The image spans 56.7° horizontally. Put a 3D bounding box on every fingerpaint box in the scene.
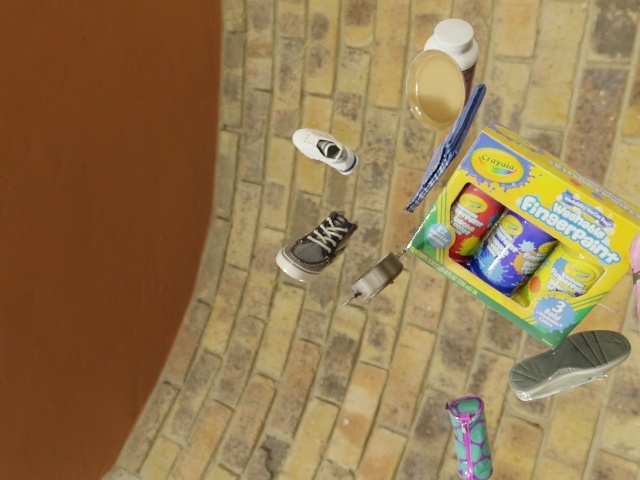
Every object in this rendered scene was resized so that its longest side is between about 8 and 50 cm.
[{"bbox_3d":[0.495,-0.015,1.444,0.163,0.445,0.371,-39,-18,-56],"label":"fingerpaint box"}]

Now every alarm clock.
[{"bbox_3d":[0.123,0.099,1.401,0.192,0.064,0.129,-36,-5,-23],"label":"alarm clock"}]

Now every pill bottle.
[{"bbox_3d":[0.440,-0.588,2.033,0.181,0.182,0.323,-61,-17,-24],"label":"pill bottle"}]

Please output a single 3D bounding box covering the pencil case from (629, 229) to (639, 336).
[{"bbox_3d":[0.551,0.137,0.863,0.167,0.160,0.386,60,-146,-36],"label":"pencil case"}]

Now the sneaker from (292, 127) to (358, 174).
[{"bbox_3d":[0.002,-0.270,1.675,0.095,0.235,0.090,22,-83,-56],"label":"sneaker"}]

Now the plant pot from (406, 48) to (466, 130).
[{"bbox_3d":[0.342,-0.439,1.734,0.032,0.236,0.236,-19,-59,-29],"label":"plant pot"}]

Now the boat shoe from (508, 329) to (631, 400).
[{"bbox_3d":[0.666,0.339,1.586,0.103,0.321,0.118,51,-164,-41],"label":"boat shoe"}]

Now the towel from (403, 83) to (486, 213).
[{"bbox_3d":[0.318,-0.233,1.551,0.243,0.040,0.336,-61,-2,-25],"label":"towel"}]

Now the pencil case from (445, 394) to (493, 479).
[{"bbox_3d":[0.262,0.348,1.037,0.070,0.065,0.151,-41,-56,-52],"label":"pencil case"}]

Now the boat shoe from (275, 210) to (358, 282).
[{"bbox_3d":[0.000,0.000,1.581,0.158,0.127,0.340,-56,-7,16],"label":"boat shoe"}]

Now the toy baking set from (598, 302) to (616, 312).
[{"bbox_3d":[0.811,0.166,1.895,0.030,0.256,0.197,-56,-20,5],"label":"toy baking set"}]
